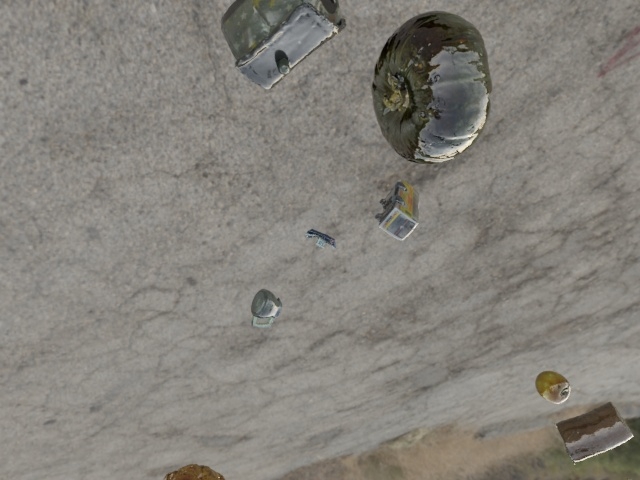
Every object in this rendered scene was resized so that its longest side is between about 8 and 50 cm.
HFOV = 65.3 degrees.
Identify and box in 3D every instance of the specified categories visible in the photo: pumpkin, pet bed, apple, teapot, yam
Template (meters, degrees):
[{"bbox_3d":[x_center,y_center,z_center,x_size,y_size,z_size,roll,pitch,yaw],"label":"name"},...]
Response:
[{"bbox_3d":[0.171,-0.241,0.812,0.159,0.238,0.238,-6,143,-20],"label":"pumpkin"},{"bbox_3d":[-0.064,-0.414,0.983,0.210,0.159,0.183,-27,180,29],"label":"pet bed"},{"bbox_3d":[0.806,0.504,1.735,0.114,0.102,0.099,14,96,-31],"label":"apple"},{"bbox_3d":[-0.124,0.158,1.137,0.057,0.066,0.088,26,81,-31],"label":"teapot"},{"bbox_3d":[0.544,0.381,0.998,0.127,0.084,0.084,-32,146,16],"label":"yam"}]

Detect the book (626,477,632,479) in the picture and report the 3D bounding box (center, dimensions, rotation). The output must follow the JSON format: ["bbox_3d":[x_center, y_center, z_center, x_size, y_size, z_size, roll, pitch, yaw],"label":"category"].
[{"bbox_3d":[0.635,0.674,1.084,0.217,0.021,0.310,-50,136,-26],"label":"book"}]

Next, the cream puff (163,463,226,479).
[{"bbox_3d":[-0.239,0.568,1.028,0.183,0.183,0.169,-31,134,12],"label":"cream puff"}]

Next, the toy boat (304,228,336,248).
[{"bbox_3d":[0.000,0.000,1.209,0.083,0.038,0.038,22,141,6],"label":"toy boat"}]

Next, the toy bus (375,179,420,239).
[{"bbox_3d":[0.233,-0.093,1.459,0.106,0.268,0.092,37,117,-5],"label":"toy bus"}]
